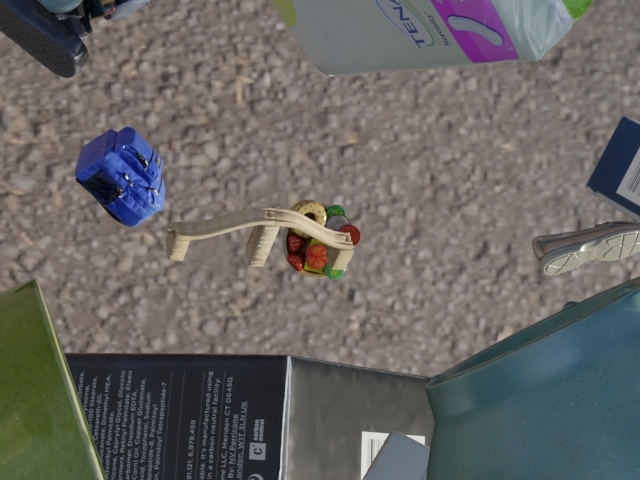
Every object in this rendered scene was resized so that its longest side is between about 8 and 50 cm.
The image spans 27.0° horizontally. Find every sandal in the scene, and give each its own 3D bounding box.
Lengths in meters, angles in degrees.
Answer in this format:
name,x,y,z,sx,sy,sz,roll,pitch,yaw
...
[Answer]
name,x,y,z,sx,sy,sz,roll,pitch,yaw
sandal,-0.368,-0.289,1.533,0.254,0.097,0.054,42,63,-13

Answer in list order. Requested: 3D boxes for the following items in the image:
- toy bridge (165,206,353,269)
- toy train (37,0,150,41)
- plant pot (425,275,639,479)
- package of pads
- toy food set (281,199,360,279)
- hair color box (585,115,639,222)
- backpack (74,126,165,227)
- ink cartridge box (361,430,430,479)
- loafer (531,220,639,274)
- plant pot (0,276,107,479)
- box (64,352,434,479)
name,x,y,z,sx,sy,sz,roll,pitch,yaw
toy bridge,-0.056,-0.004,1.278,0.188,0.063,0.026,4,48,-21
toy train,-0.327,-0.414,1.645,0.190,0.142,0.334,-27,103,-28
plant pot,0.184,0.140,0.850,0.293,0.293,0.196,-24,85,-31
package of pads,0.021,-0.246,0.905,0.101,0.229,0.296,-52,122,-25
toy food set,0.000,0.000,1.421,0.082,0.020,0.083,14,96,-12
hair color box,0.497,-0.043,1.654,0.347,0.174,0.105,11,109,-49
backpack,-0.260,-0.083,1.803,0.120,0.101,0.098,52,23,-26
ink cartridge box,0.166,0.283,1.211,0.060,0.239,0.275,-58,161,-16
loafer,0.268,-0.002,1.309,0.125,0.039,0.045,-14,145,-12
plant pot,-0.240,0.195,0.672,0.293,0.275,0.275,-19,105,-11
box,-0.115,0.305,1.721,0.480,0.471,0.297,17,72,-57
